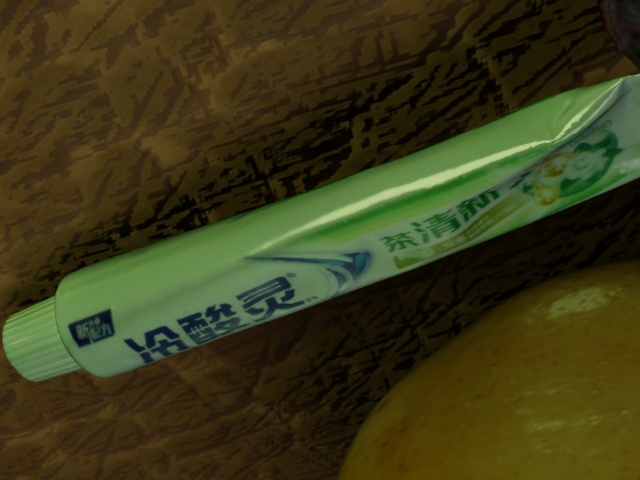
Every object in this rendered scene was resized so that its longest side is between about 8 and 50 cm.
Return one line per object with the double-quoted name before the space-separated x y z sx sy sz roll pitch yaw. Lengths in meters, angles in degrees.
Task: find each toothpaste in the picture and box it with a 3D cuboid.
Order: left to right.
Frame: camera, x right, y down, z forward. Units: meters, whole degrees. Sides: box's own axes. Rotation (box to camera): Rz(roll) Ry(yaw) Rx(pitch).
"toothpaste" 0.000 0.000 0.572 0.297 0.048 0.075 -20 152 23

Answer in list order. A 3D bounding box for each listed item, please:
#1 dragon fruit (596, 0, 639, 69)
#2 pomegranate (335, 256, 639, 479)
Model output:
"dragon fruit" 0.204 -0.120 0.452 0.219 0.148 0.224 4 164 30
"pomegranate" 0.197 0.205 0.646 0.417 0.416 0.416 -9 144 -7
